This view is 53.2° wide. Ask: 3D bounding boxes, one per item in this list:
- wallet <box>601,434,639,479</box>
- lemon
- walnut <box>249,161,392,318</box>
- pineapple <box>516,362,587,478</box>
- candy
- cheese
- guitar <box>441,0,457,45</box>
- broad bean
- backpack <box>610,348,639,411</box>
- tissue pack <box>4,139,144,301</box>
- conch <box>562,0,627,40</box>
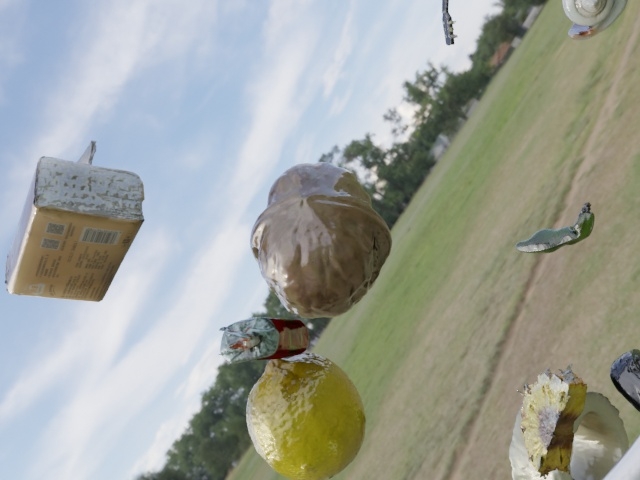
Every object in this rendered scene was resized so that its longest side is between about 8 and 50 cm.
[{"bbox_3d":[0.319,0.221,0.641,0.095,0.033,0.190,6,-61,-57],"label":"wallet"},{"bbox_3d":[-0.022,0.293,1.052,0.192,0.231,0.192,-25,9,4],"label":"lemon"},{"bbox_3d":[-0.001,0.002,1.099,0.273,0.227,0.273,-55,-21,-34],"label":"walnut"},{"bbox_3d":[0.460,0.346,1.288,0.135,0.079,0.233,-132,46,-63],"label":"pineapple"},{"bbox_3d":[-0.077,0.146,0.942,0.292,0.086,0.059,23,-123,-70],"label":"candy"},{"bbox_3d":[0.640,0.538,1.624,0.153,0.332,0.292,-8,52,54],"label":"cheese"},{"bbox_3d":[0.167,-0.367,0.803,0.088,0.025,0.233,-153,60,-68],"label":"guitar"},{"bbox_3d":[0.489,-0.010,1.310,0.046,0.061,0.195,-17,-16,-38],"label":"broad bean"},{"bbox_3d":[0.655,0.287,1.251,0.106,0.165,0.120,-50,-15,29],"label":"backpack"},{"bbox_3d":[-0.526,-0.042,1.358,0.305,0.238,0.238,-51,0,40],"label":"tissue pack"},{"bbox_3d":[0.413,-0.377,0.997,0.094,0.104,0.176,-28,21,13],"label":"conch"}]
